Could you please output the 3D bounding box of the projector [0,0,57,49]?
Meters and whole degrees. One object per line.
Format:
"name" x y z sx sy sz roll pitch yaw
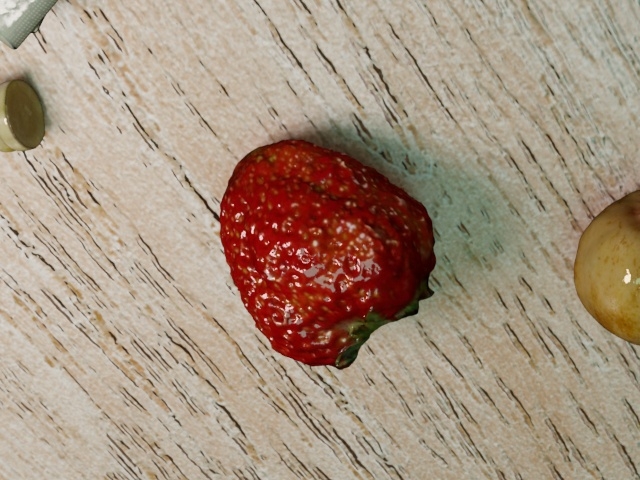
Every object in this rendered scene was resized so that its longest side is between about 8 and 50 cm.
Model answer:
"projector" -0.363 -0.355 1.289 0.242 0.163 0.177 38 112 -24

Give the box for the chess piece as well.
"chess piece" -0.448 -0.139 1.463 0.200 0.090 0.090 -8 119 17

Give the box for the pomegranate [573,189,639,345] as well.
"pomegranate" 0.418 0.031 1.486 0.207 0.207 0.207 0 119 0

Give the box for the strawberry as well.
"strawberry" 0.000 0.000 1.456 0.257 0.257 0.277 -37 96 19
